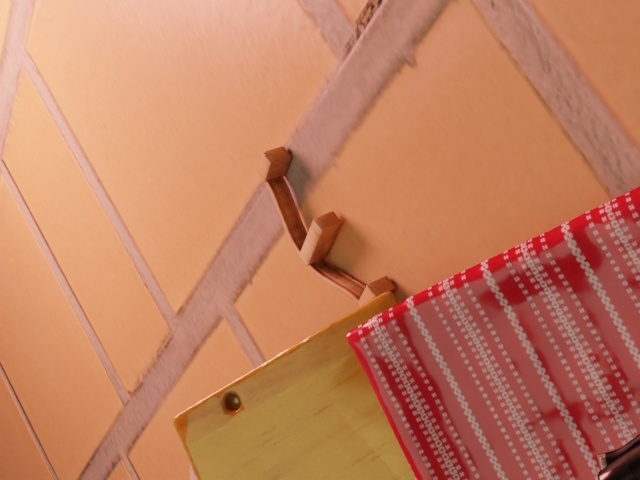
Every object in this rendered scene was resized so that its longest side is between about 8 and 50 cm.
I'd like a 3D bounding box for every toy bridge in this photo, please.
[{"bbox_3d":[0.000,0.000,0.893,0.188,0.026,0.063,53,146,22],"label":"toy bridge"}]

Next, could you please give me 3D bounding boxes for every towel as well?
[{"bbox_3d":[0.164,0.093,0.609,0.275,0.031,0.199,-29,83,28],"label":"towel"}]

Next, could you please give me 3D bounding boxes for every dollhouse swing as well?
[{"bbox_3d":[0.076,0.257,0.877,0.315,0.305,0.347,-32,78,18],"label":"dollhouse swing"}]

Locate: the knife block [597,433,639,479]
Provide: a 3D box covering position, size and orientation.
[{"bbox_3d":[0.247,0.064,0.390,0.088,0.242,0.276,59,145,12],"label":"knife block"}]

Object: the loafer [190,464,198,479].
[{"bbox_3d":[-0.046,0.376,1.105,0.111,0.112,0.319,-22,98,51],"label":"loafer"}]
